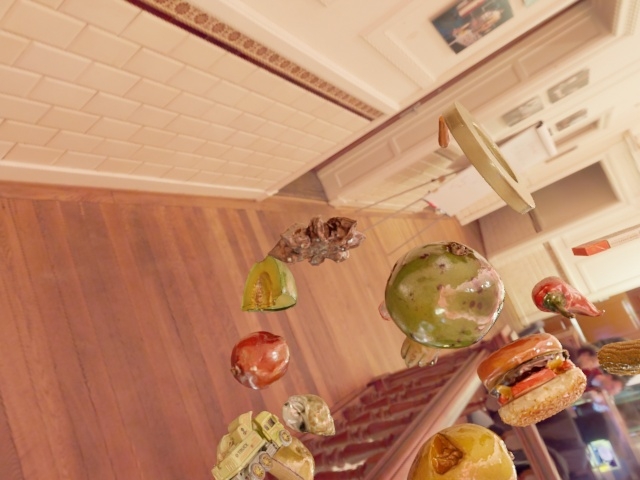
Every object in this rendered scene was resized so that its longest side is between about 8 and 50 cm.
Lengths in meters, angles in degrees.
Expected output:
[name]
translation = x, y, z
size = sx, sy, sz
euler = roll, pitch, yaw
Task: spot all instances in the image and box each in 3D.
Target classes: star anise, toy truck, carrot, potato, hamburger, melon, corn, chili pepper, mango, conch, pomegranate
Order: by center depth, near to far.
[pomegranate]
translation = 0.205, 0.116, 0.803
size = 0.202, 0.248, 0.202
euler = 11, 27, -6
[toy truck]
translation = -0.148, 0.418, 0.934
size = 0.116, 0.085, 0.191
euler = 49, 19, 8
[mango]
translation = 0.323, 0.602, 1.118
size = 0.252, 0.365, 0.182
euler = 17, 24, -19
[chili pepper]
translation = 0.598, 0.140, 1.131
size = 0.137, 0.092, 0.368
euler = 27, 14, 39
[corn]
translation = 0.924, 0.339, 1.342
size = 0.310, 0.101, 0.102
euler = 111, -40, -71
[conch]
translation = -0.034, 0.533, 1.419
size = 0.106, 0.172, 0.116
euler = 100, -5, -66
[star anise]
translation = -0.014, 0.009, 1.441
size = 0.315, 0.315, 0.108
euler = 18, 48, -54
[potato]
translation = -0.098, 0.684, 1.458
size = 0.202, 0.182, 0.117
euler = 40, 54, -9
[melon]
translation = -0.159, 0.151, 1.612
size = 0.129, 0.265, 0.169
euler = 14, 63, -35
[hamburger]
translation = 0.748, 0.496, 1.633
size = 0.330, 0.330, 0.250
euler = 28, 32, -47
[carrot]
translation = 0.538, -0.475, 2.021
size = 0.161, 0.055, 0.055
euler = 65, 16, -49

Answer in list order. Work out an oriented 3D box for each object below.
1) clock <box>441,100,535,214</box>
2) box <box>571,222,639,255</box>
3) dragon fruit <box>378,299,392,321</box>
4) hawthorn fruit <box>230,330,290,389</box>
[clock]
translation = 0.297, -0.146, 0.815
size = 0.235, 0.029, 0.235
euler = 37, 32, -28
[box]
translation = 0.979, -0.005, 1.530
size = 0.139, 0.245, 0.035
euler = 8, 59, -80
[dragon fruit]
translation = 0.234, 0.248, 1.638
size = 0.056, 0.060, 0.083
euler = 76, 19, -68
[hawthorn fruit]
translation = -0.179, 0.350, 1.330
size = 0.188, 0.169, 0.169
euler = -22, 84, -59
